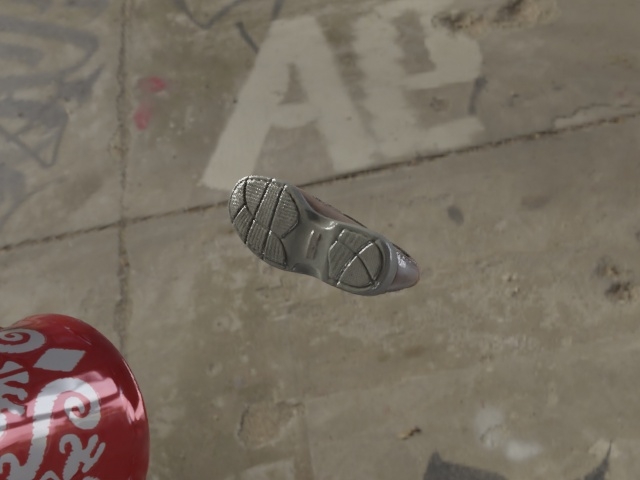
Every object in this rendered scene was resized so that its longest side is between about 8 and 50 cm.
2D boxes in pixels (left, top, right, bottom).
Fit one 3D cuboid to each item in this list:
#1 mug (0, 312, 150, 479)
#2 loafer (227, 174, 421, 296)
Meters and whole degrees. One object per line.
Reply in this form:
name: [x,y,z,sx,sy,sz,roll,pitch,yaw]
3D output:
mug: [-0.179,0.083,0.406,0.150,0.113,0.169,46,23,18]
loafer: [0.000,0.000,0.530,0.125,0.039,0.045,28,99,41]
